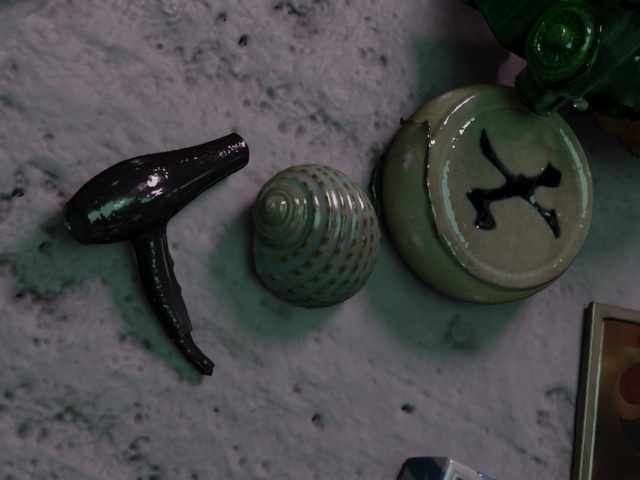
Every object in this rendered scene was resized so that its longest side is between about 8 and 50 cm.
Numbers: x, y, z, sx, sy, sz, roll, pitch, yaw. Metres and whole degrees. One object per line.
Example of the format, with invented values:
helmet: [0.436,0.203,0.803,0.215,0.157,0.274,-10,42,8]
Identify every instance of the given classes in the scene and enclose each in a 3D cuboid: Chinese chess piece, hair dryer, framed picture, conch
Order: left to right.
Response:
hair dryer: [-0.127,0.020,1.326,0.195,0.075,0.219,-26,107,-37]
conch: [0.001,0.000,1.367,0.153,0.102,0.135,26,88,-24]
Chinese chess piece: [0.170,-0.047,1.463,0.237,0.092,0.238,3,84,-27]
framed picture: [0.368,0.227,1.579,0.211,0.020,0.290,12,79,-26]

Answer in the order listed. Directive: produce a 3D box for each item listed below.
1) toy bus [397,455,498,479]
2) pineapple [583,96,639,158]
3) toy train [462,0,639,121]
toy bus: [0.098,0.362,1.372,0.131,0.106,0.297,33,69,-19]
pineapple: [0.450,-0.196,1.581,0.357,0.223,0.223,-5,86,-47]
toy train: [0.284,-0.244,1.392,0.145,0.266,0.202,19,36,-43]
